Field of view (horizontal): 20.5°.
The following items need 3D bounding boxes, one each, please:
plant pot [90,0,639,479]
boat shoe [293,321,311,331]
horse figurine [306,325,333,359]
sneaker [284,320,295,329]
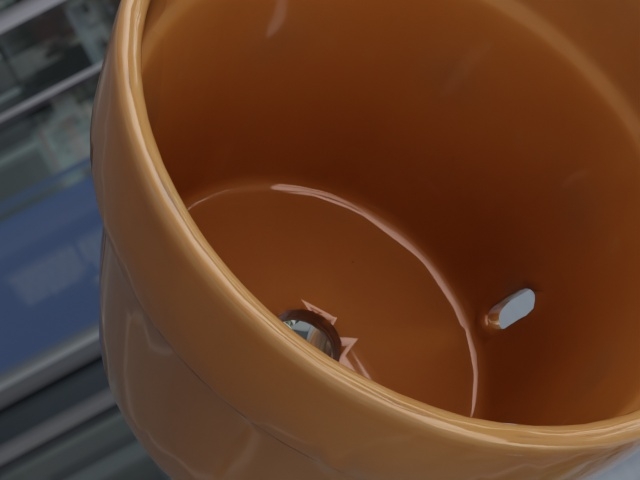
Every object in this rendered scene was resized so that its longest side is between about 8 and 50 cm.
[{"bbox_3d":[0.024,0.002,0.783,0.291,0.291,0.203,61,-34,20],"label":"plant pot"},{"bbox_3d":[0.000,0.000,1.541,0.219,0.070,0.078,-56,-145,35],"label":"boat shoe"},{"bbox_3d":[0.024,0.088,1.183,0.263,0.066,0.174,-51,146,-66],"label":"horse figurine"},{"bbox_3d":[-0.048,0.043,1.411,0.064,0.086,0.192,39,18,-35],"label":"sneaker"}]
